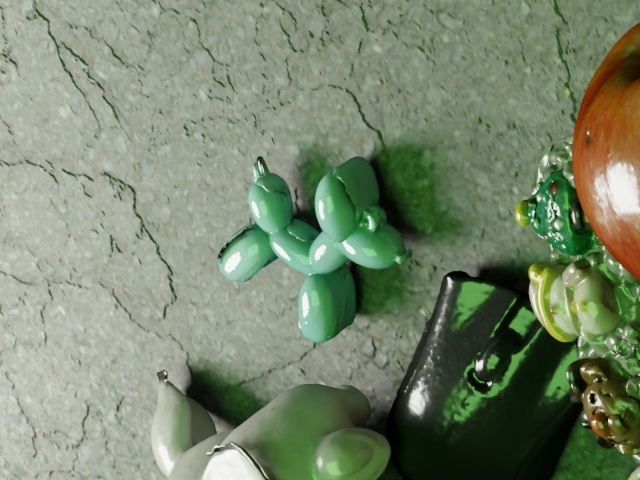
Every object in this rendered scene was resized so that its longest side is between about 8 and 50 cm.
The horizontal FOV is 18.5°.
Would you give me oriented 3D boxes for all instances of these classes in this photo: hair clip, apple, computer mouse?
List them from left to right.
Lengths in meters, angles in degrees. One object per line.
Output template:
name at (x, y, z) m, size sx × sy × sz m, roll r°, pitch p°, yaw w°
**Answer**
computer mouse at (0.121, 0.135, 1.527) m, size 0.147 × 0.088 × 0.264 m, roll 34°, pitch 127°, yaw 17°
hair clip at (0.215, 0.086, 1.392) m, size 0.321 × 0.091 × 0.138 m, roll 64°, pitch 163°, yaw -4°
apple at (0.256, -0.065, 1.230) m, size 0.209 × 0.209 × 0.164 m, roll -24°, pitch 110°, yaw 43°

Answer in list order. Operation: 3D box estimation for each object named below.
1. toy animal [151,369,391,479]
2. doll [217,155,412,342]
toy animal at (-0.057, 0.210, 1.640) m, size 0.325 × 0.154 × 0.209 m, roll 10°, pitch 105°, yaw 50°
doll at (0.000, 0.000, 1.567) m, size 0.159 × 0.059 × 0.159 m, roll 32°, pitch 129°, yaw 24°
